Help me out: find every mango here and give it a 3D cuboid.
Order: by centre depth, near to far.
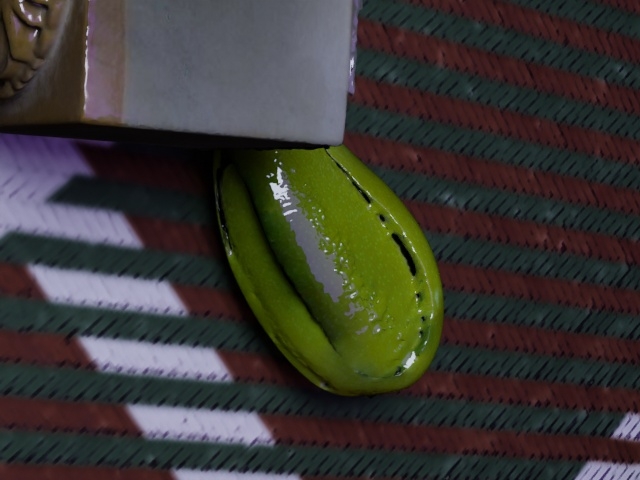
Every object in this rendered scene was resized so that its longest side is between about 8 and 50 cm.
[{"bbox_3d":[0.000,0.000,0.768,0.091,0.074,0.165,-31,99,-28],"label":"mango"}]

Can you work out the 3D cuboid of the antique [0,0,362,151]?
[{"bbox_3d":[-0.078,-0.116,0.660,0.148,0.147,0.152,1,91,-33],"label":"antique"}]
